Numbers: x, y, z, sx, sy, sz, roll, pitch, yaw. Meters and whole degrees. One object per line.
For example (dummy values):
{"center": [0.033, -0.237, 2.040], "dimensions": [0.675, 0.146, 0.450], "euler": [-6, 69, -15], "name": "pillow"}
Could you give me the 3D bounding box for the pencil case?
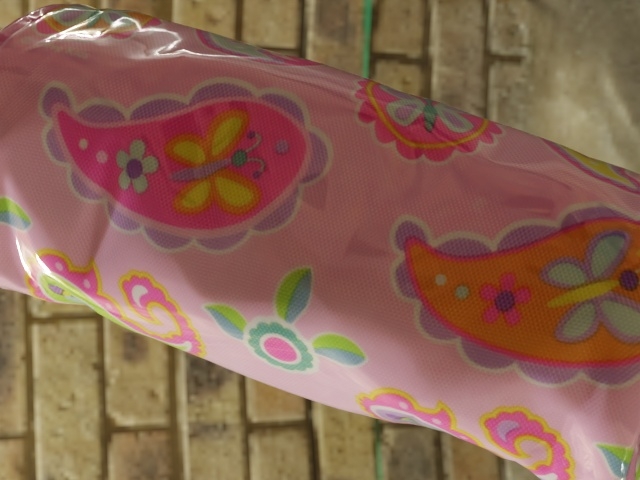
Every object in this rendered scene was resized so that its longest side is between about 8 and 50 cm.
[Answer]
{"center": [0.000, 0.000, 0.516], "dimensions": [0.124, 0.284, 0.124], "euler": [18, -90, -73], "name": "pencil case"}
